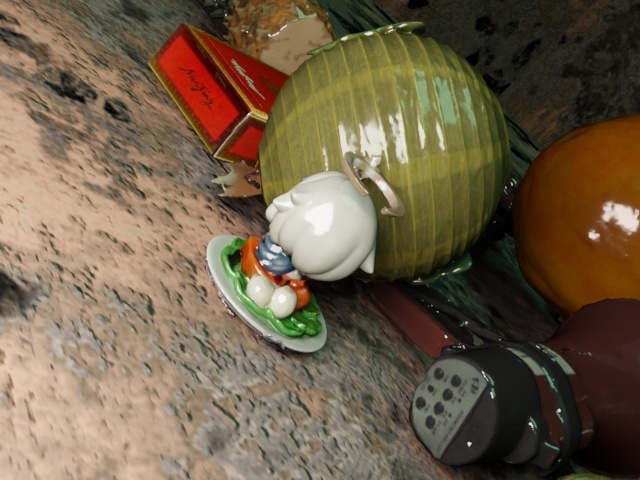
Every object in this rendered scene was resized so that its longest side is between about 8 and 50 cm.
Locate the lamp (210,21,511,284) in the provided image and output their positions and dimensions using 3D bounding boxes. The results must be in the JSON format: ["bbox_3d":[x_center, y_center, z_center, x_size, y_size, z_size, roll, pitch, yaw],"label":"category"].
[{"bbox_3d":[0.037,-0.072,0.844,0.250,0.285,0.250,168,-90,-86],"label":"lamp"}]

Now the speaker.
[{"bbox_3d":[0.204,0.111,0.866,0.330,0.198,0.259,13,48,-42],"label":"speaker"}]

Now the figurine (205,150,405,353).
[{"bbox_3d":[0.000,0.000,0.704,0.132,0.153,0.132,38,21,-17],"label":"figurine"}]

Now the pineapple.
[{"bbox_3d":[-0.082,-0.310,1.235,0.170,0.141,0.310,22,21,-38],"label":"pineapple"}]

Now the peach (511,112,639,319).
[{"bbox_3d":[0.433,-0.027,1.253,0.343,0.343,0.301,8,48,-59],"label":"peach"}]

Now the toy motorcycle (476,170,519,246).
[{"bbox_3d":[0.226,-0.087,1.373,0.207,0.134,0.401,49,18,14],"label":"toy motorcycle"}]

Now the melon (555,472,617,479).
[{"bbox_3d":[0.255,0.263,0.759,0.162,0.099,0.099,37,20,-12],"label":"melon"}]

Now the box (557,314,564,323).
[{"bbox_3d":[0.512,0.149,1.530,0.215,0.086,0.215,45,19,2],"label":"box"}]

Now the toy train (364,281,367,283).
[{"bbox_3d":[0.047,0.012,0.959,0.053,0.033,0.083,28,25,-28],"label":"toy train"}]

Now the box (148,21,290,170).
[{"bbox_3d":[-0.066,-0.144,1.006,0.240,0.074,0.153,13,40,-58],"label":"box"}]
